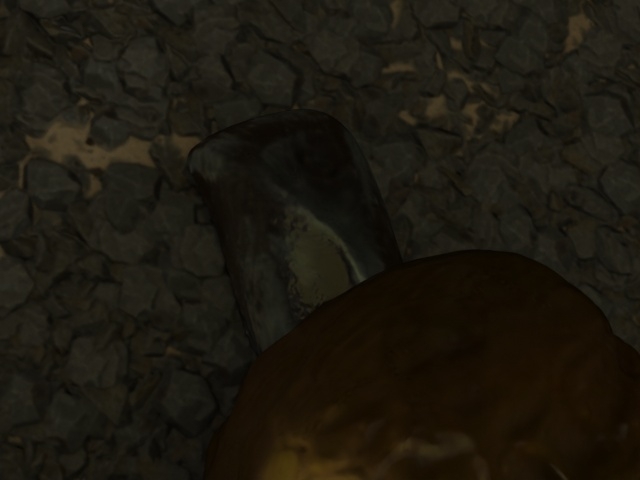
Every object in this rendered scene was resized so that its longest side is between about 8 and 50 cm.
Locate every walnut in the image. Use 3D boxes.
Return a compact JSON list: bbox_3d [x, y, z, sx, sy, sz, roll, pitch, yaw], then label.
[{"bbox_3d":[0.101,0.196,1.202,0.398,0.308,0.354,-44,126,-34],"label":"walnut"}]

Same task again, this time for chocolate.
[{"bbox_3d":[-0.001,0.000,1.367,0.157,0.080,0.254,-17,79,-22],"label":"chocolate"}]
